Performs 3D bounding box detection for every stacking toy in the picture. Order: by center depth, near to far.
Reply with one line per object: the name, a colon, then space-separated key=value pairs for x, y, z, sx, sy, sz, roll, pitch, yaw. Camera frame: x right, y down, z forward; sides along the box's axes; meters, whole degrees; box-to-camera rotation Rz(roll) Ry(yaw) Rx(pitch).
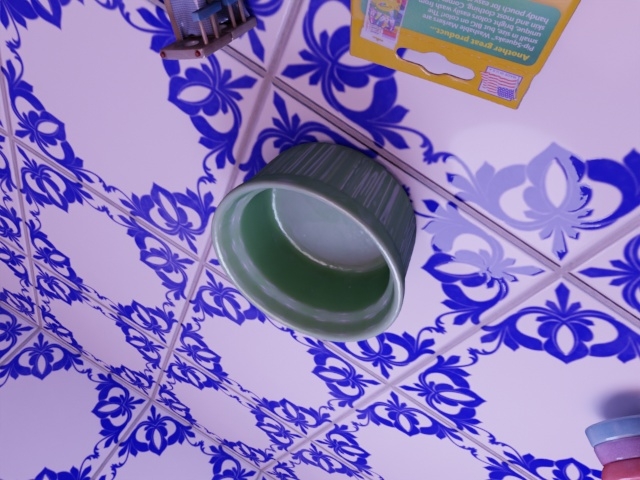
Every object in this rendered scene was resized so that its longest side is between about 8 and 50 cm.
stacking toy: x=0.591 y=0.288 z=0.705 sx=0.279 sy=0.131 sz=0.309 roll=10 pitch=143 yaw=-14

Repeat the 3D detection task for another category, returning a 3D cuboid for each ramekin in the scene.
ramekin: x=0.000 y=0.000 z=0.716 sx=0.303 sy=0.148 sz=0.304 roll=17 pitch=135 yaw=17

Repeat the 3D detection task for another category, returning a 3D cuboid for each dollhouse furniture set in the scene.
dollhouse furniture set: x=-0.092 y=-0.288 z=0.517 sx=0.183 sy=0.129 sz=0.129 roll=9 pitch=133 yaw=24

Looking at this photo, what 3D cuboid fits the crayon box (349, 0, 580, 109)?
crayon box: x=0.131 y=-0.268 z=0.380 sx=0.203 sy=0.083 sz=0.323 roll=23 pitch=161 yaw=11
